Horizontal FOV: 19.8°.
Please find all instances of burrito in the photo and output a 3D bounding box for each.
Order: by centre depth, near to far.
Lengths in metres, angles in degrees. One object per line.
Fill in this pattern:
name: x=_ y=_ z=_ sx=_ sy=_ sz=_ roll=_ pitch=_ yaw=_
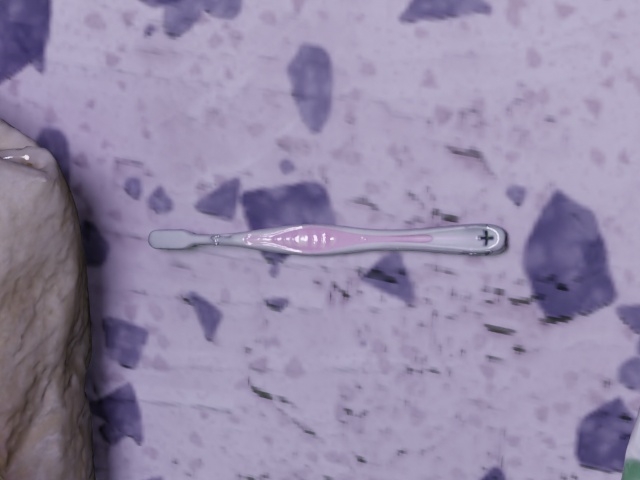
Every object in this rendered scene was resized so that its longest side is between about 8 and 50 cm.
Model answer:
burrito: x=-0.192 y=0.057 z=1.009 sx=0.135 sy=0.190 sz=0.332 roll=-2 pitch=116 yaw=-13

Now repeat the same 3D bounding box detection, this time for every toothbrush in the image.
toothbrush: x=0.000 y=0.000 z=0.968 sx=0.204 sy=0.022 sz=0.017 roll=0 pitch=94 yaw=24

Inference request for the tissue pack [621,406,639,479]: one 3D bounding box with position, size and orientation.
tissue pack: x=0.308 y=0.101 z=0.767 sx=0.356 sy=0.194 sz=0.266 roll=17 pitch=115 yaw=18
